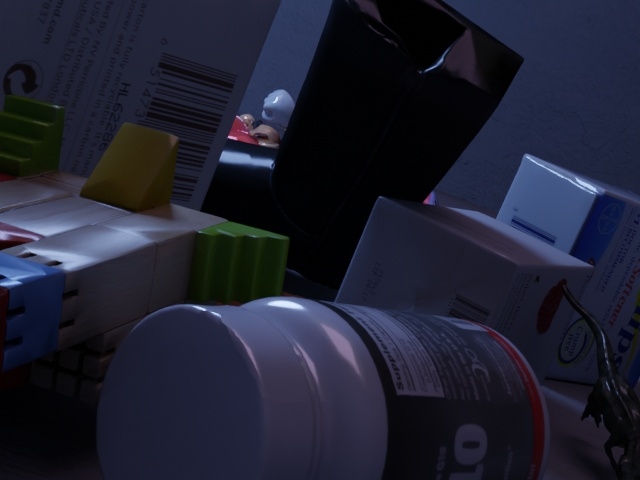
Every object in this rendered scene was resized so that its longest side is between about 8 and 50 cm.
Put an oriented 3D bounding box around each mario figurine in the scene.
[{"bbox_3d":[-0.060,-0.179,2.005,0.320,0.198,0.170,-3,23,-32],"label":"mario figurine"}]

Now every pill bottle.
[{"bbox_3d":[0.011,0.120,0.730,0.161,0.161,0.283,30,13,39],"label":"pill bottle"}]

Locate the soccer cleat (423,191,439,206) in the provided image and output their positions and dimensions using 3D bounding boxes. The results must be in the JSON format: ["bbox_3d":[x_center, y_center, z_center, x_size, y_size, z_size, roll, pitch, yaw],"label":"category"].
[{"bbox_3d":[0.179,-0.006,1.947,0.095,0.083,0.248,41,24,-12],"label":"soccer cleat"}]

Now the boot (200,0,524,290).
[{"bbox_3d":[-0.025,-0.134,1.326,0.367,0.146,0.445,20,-30,-9],"label":"boot"}]

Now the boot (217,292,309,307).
[{"bbox_3d":[0.005,0.104,1.047,0.220,0.109,0.283,24,16,32],"label":"boot"}]

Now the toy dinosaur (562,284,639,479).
[{"bbox_3d":[0.309,0.176,1.214,0.064,0.118,0.268,-16,42,6],"label":"toy dinosaur"}]

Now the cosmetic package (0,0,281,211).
[{"bbox_3d":[-0.324,-0.186,1.144,0.394,0.329,0.327,28,13,35],"label":"cosmetic package"}]

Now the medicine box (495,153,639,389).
[{"bbox_3d":[0.362,0.051,1.600,0.289,0.263,0.149,13,14,-42],"label":"medicine box"}]

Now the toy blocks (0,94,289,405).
[{"bbox_3d":[-0.251,0.016,0.743,0.381,0.191,0.261,16,16,21],"label":"toy blocks"}]

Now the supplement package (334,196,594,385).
[{"bbox_3d":[0.165,0.070,1.306,0.175,0.177,0.293,27,11,26],"label":"supplement package"}]
